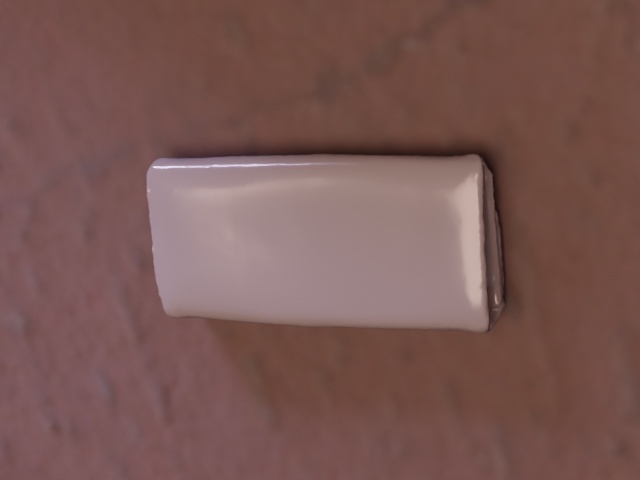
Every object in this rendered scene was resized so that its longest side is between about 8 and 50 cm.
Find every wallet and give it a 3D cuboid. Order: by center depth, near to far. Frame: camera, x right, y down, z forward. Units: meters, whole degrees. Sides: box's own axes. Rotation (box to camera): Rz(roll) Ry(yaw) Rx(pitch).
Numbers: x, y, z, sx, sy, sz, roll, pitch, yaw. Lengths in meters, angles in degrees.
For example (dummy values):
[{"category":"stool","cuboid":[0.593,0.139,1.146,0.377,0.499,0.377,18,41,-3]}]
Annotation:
[{"category":"wallet","cuboid":[0.000,0.000,0.543,0.122,0.025,0.061,1,111,23]}]
